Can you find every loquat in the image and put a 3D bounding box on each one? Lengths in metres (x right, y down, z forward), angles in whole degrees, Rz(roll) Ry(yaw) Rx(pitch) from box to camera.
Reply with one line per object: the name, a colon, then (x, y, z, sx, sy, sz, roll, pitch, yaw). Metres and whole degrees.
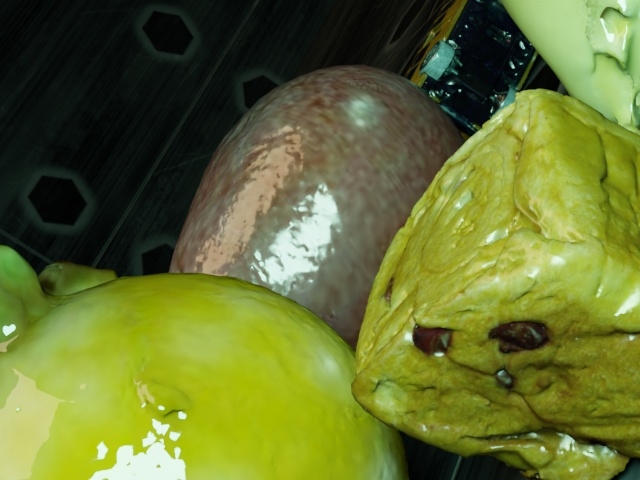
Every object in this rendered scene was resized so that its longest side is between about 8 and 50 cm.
loquat: (-0.115, 0.151, 0.882, 0.328, 0.359, 0.328, -29, 15, 8)

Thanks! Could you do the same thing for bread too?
bread: (0.117, 0.028, 0.717, 0.149, 0.143, 0.158, -51, 15, 32)

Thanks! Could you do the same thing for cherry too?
cherry: (0.000, 0.000, 1.119, 0.307, 0.221, 0.261, -50, -5, -43)

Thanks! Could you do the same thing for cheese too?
cheese: (0.172, -0.176, 0.862, 0.128, 0.259, 0.316, -22, 31, 22)

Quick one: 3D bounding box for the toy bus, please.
toy bus: (0.151, -0.181, 1.371, 0.201, 0.098, 0.114, -62, 11, -21)
